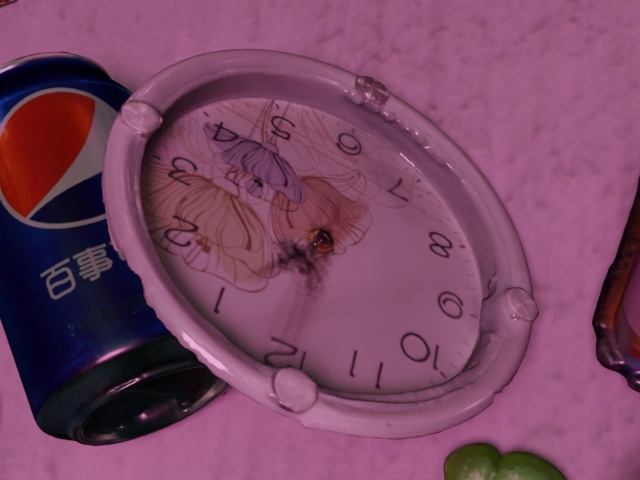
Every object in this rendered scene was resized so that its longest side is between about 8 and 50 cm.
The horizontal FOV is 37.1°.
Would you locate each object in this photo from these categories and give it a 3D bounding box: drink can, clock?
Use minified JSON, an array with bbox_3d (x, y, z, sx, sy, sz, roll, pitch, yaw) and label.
[{"bbox_3d":[-0.126,0.002,0.523,0.118,0.118,0.205,-28,67,-1],"label":"drink can"},{"bbox_3d":[0.000,0.000,0.489,0.236,0.053,0.236,16,49,-20],"label":"clock"}]

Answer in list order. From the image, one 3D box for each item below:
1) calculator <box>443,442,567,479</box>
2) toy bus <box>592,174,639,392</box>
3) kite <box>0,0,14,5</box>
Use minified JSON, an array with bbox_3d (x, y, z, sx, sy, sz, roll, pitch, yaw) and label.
[{"bbox_3d":[0.051,0.208,0.458,0.146,0.032,0.235,21,77,17],"label":"calculator"},{"bbox_3d":[0.329,0.029,0.404,0.386,0.162,0.171,18,73,16],"label":"toy bus"},{"bbox_3d":[-0.267,-0.188,0.678,0.125,0.008,0.222,21,75,17],"label":"kite"}]
